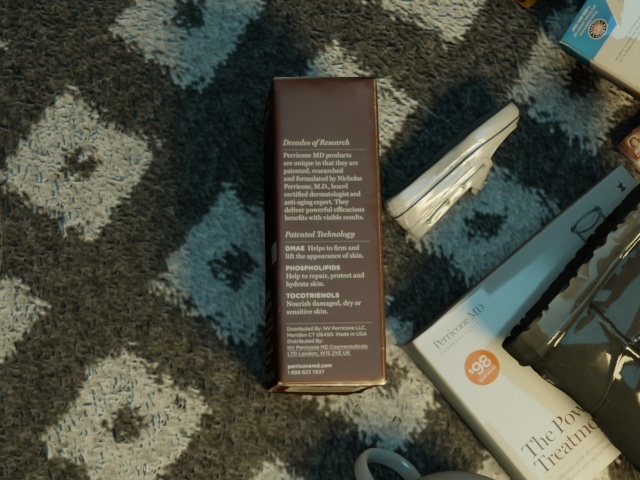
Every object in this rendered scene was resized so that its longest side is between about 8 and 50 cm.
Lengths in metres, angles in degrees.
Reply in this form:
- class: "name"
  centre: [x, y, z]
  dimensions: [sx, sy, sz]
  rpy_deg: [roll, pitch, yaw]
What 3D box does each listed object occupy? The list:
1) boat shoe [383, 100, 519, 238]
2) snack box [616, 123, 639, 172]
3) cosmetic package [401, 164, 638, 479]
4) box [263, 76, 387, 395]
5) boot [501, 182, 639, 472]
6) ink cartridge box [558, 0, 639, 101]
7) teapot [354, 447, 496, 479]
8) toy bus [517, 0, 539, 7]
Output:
- class: "boat shoe"
  centre: [0.189, -0.093, 1.620]
  dimensions: [0.226, 0.083, 0.076]
  rpy_deg: [-39, 98, 0]
- class: "snack box"
  centre: [0.501, -0.167, 1.688]
  dimensions: [0.178, 0.022, 0.064]
  rpy_deg: [-41, 87, -11]
- class: "cosmetic package"
  centre: [0.342, 0.127, 1.582]
  dimensions: [0.377, 0.097, 0.284]
  rpy_deg: [-39, 85, -11]
- class: "box"
  centre: [0.000, 0.000, 1.517]
  dimensions: [0.143, 0.191, 0.381]
  rpy_deg: [1, 79, -6]
- class: "boot"
  centre: [0.503, 0.148, 1.474]
  dimensions: [0.445, 0.146, 0.367]
  rpy_deg: [42, 87, 2]
- class: "ink cartridge box"
  centre: [0.464, -0.265, 1.590]
  dimensions: [0.233, 0.168, 0.171]
  rpy_deg: [36, 100, 9]
- class: "teapot"
  centre: [0.174, 0.385, 1.477]
  dimensions: [0.253, 0.187, 0.256]
  rpy_deg: [-6, 98, 19]
- class: "toy bus"
  centre: [0.397, -0.473, 1.687]
  dimensions: [0.333, 0.108, 0.130]
  rpy_deg: [-33, 85, -11]
